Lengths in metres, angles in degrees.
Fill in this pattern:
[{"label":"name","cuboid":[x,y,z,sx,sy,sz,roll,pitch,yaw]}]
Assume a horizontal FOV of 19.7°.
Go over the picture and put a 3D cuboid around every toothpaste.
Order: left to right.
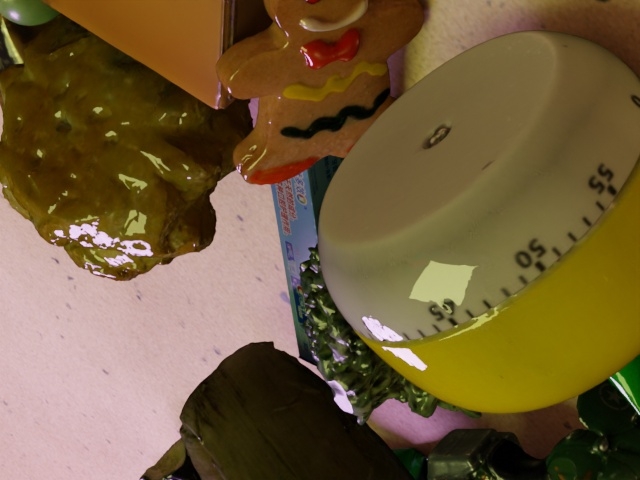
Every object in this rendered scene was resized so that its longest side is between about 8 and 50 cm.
[{"label":"toothpaste","cuboid":[0.000,0.000,1.615,0.053,0.066,0.272,25,143,30]}]

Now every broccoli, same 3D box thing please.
[{"label":"broccoli","cuboid":[0.116,0.073,1.504,0.274,0.177,0.199,1,123,32]}]

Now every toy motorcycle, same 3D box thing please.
[{"label":"toy motorcycle","cuboid":[0.201,0.196,1.513,0.274,0.125,0.187,-6,112,38]}]

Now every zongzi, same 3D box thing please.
[{"label":"zongzi","cuboid":[0.007,0.260,1.592,0.356,0.174,0.393,54,-177,-1]}]

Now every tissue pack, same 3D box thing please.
[{"label":"tissue pack","cuboid":[-0.097,-0.266,1.356,0.194,0.145,0.274,35,148,20]}]

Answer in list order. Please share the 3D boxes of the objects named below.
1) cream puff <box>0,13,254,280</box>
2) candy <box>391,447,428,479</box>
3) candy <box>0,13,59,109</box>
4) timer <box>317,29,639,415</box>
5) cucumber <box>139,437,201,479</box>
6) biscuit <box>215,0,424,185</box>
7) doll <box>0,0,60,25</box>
[{"label":"cream puff","cuboid":[-0.162,-0.090,1.559,0.244,0.244,0.196,27,157,27]},{"label":"candy","cuboid":[0.061,0.267,1.836,0.203,0.078,0.141,-3,108,35]},{"label":"candy","cuboid":[-0.259,-0.182,1.687,0.143,0.101,0.271,3,124,49]},{"label":"timer","cuboid":[0.159,0.019,1.284,0.285,0.285,0.285,30,145,24]},{"label":"cucumber","cuboid":[-0.069,0.344,2.079,0.303,0.081,0.072,43,158,0]},{"label":"biscuit","cuboid":[0.003,-0.131,1.376,0.250,0.165,0.036,94,151,-53]},{"label":"doll","cuboid":[-0.285,-0.326,1.459,0.186,0.198,0.322,35,157,36]}]
